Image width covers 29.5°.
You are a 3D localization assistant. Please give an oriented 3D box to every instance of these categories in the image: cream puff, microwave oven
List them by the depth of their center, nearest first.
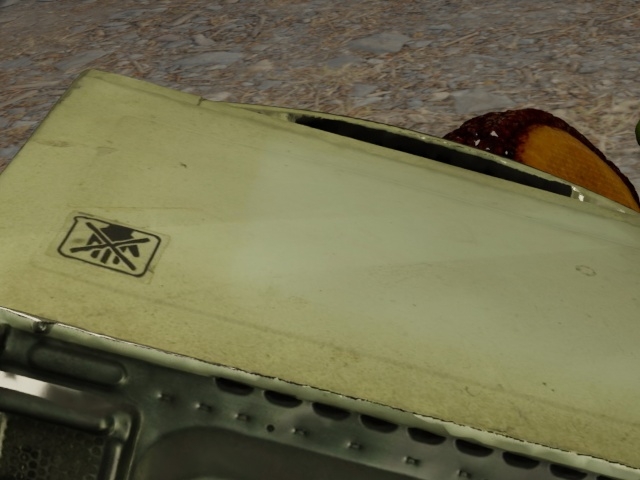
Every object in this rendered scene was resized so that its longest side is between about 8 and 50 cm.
[{"bbox_3d":[0.013,0.107,0.638,0.394,0.247,0.333,15,27,-3],"label":"microwave oven"},{"bbox_3d":[0.157,0.020,0.927,0.165,0.239,0.239,-36,6,36],"label":"cream puff"}]

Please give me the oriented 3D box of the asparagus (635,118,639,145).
[{"bbox_3d":[0.382,-0.074,1.258,0.067,0.060,0.278,3,25,-2],"label":"asparagus"}]
